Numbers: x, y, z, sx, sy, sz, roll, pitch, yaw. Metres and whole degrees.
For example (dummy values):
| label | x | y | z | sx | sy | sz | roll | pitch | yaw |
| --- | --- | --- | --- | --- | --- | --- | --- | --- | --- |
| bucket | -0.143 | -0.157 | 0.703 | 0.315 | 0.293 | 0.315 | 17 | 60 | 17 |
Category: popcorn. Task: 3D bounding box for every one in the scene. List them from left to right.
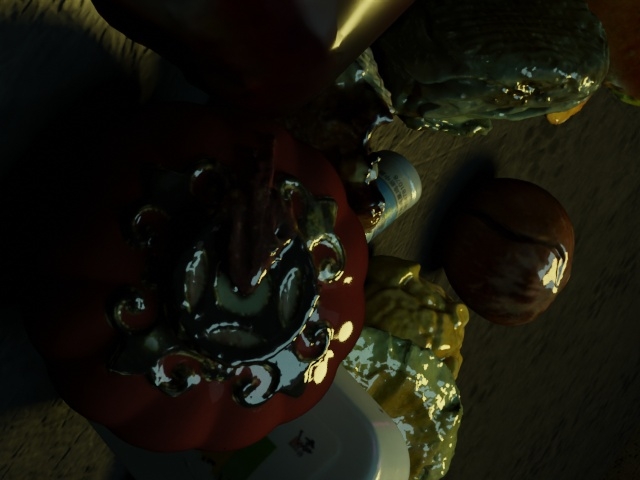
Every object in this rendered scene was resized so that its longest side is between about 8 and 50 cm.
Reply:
| label | x | y | z | sx | sy | sz | roll | pitch | yaw |
| --- | --- | --- | --- | --- | --- | --- | --- | --- | --- |
| popcorn | 0.069 | 0.109 | 1.579 | 0.194 | 0.140 | 0.163 | -37 | 156 | -43 |

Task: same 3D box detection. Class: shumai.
| label | x | y | z | sx | sy | sz | roll | pitch | yaw |
| --- | --- | --- | --- | --- | --- | --- | --- | --- | --- |
| shumai | 0.132 | -0.130 | 1.323 | 0.184 | 0.184 | 0.142 | -37 | 150 | -40 |

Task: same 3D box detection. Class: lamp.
| label | x | y | z | sx | sy | sz | roll | pitch | yaw |
| --- | --- | --- | --- | --- | --- | --- | --- | --- | --- |
| lamp | -0.076 | 0.024 | 1.048 | 0.227 | 0.227 | 0.227 | -45 | 155 | -27 |

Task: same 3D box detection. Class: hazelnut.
| label | x | y | z | sx | sy | sz | roll | pitch | yaw |
| --- | --- | --- | --- | --- | --- | --- | --- | --- | --- |
| hazelnut | 0.200 | 0.013 | 1.721 | 0.143 | 0.143 | 0.154 | -20 | 139 | -56 |

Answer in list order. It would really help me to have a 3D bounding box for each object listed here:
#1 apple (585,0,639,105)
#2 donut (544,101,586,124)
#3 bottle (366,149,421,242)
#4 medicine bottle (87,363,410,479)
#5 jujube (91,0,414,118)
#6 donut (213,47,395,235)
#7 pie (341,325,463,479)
| label | x | y | z | sx | sy | sz | roll | pitch | yaw |
| --- | --- | --- | --- | --- | --- | --- | --- | --- | --- |
| apple | 0.361 | -0.252 | 1.446 | 0.339 | 0.339 | 0.339 | -45 | 155 | -27 |
| donut | 0.252 | -0.192 | 1.650 | 0.152 | 0.058 | 0.152 | -44 | 156 | -26 |
| bottle | 0.000 | 0.000 | 1.388 | 0.217 | 0.060 | 0.060 | -40 | 152 | -35 |
| medicine bottle | -0.038 | 0.152 | 1.176 | 0.161 | 0.296 | 0.111 | -46 | 162 | 12 |
| jujube | -0.014 | -0.248 | 0.794 | 0.258 | 0.258 | 0.376 | -2 | 111 | -64 |
| donut | -0.010 | -0.078 | 1.194 | 0.144 | 0.186 | 0.126 | -23 | 172 | 17 |
| pie | -0.024 | 0.189 | 1.444 | 0.306 | 0.071 | 0.306 | -11 | 122 | -18 |
